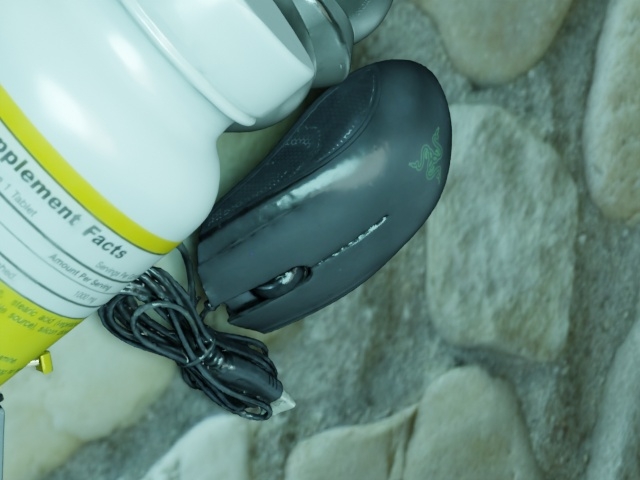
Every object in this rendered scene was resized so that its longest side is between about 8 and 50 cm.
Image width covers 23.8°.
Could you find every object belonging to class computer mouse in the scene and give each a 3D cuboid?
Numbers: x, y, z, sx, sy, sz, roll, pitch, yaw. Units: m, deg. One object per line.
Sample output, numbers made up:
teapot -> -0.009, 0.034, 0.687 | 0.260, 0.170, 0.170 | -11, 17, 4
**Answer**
computer mouse -> 0.000, 0.000, 1.012 | 0.272, 0.072, 0.188 | -48, 135, -2

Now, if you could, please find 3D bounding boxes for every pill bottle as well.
pill bottle -> -0.175, -0.035, 0.755 | 0.334, 0.188, 0.188 | -38, 128, 8

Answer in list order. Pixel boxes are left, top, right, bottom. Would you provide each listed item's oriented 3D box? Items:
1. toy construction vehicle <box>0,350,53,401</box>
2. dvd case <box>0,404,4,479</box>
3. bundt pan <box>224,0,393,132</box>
toy construction vehicle -> -0.215, 0.058, 0.932 | 0.098, 0.035, 0.086 | -20, 103, -36
dvd case -> -0.302, 0.196, 0.899 | 0.239, 0.029, 0.179 | -5, 105, -38
bundt pan -> -0.069, -0.206, 0.913 | 0.331, 0.124, 0.331 | -13, 111, -36
